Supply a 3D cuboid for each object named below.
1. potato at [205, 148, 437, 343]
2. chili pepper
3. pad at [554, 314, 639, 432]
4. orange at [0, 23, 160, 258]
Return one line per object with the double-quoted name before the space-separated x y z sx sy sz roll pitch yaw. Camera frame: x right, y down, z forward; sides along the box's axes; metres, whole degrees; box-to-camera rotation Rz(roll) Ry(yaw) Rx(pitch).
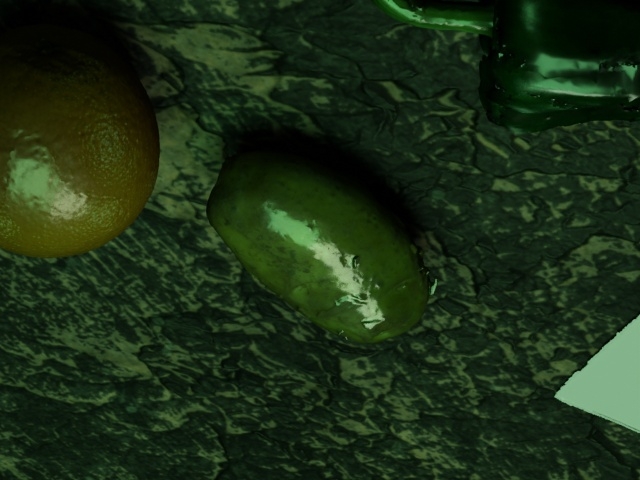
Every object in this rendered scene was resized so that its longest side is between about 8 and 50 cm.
"potato" 0.000 0.000 1.622 0.251 0.113 0.149 42 140 -19
"chili pepper" 0.163 -0.171 1.339 0.261 0.173 0.165 4 165 9
"pad" 0.353 0.129 1.759 0.156 0.004 0.232 23 139 -12
"orange" -0.234 -0.086 1.521 0.206 0.206 0.206 7 140 6
